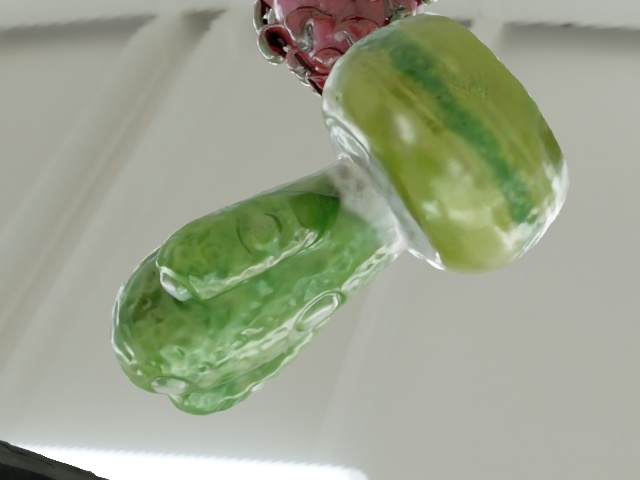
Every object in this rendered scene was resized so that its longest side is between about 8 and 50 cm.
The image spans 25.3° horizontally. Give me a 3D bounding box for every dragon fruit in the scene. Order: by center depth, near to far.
[{"bbox_3d":[0.005,-0.270,1.580,0.273,0.218,0.198,32,-120,9],"label":"dragon fruit"}]

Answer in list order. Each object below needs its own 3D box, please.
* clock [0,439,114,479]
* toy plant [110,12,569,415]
[{"bbox_3d":[-0.150,0.155,0.485,0.386,0.076,0.386,18,-172,-3],"label":"clock"},{"bbox_3d":[0.000,0.000,0.964,0.316,0.224,0.184,-39,-111,-5],"label":"toy plant"}]
